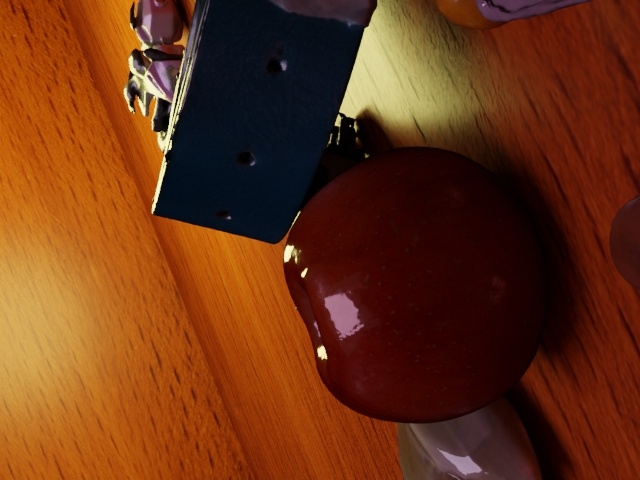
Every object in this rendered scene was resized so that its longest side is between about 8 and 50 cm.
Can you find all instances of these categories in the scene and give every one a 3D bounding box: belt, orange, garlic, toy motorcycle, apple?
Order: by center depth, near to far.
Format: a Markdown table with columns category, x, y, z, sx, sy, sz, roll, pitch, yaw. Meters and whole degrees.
| category | x | y | z | sx | sy | sz | roll | pitch | yaw |
| --- | --- | --- | --- | --- | --- | --- | --- | --- | --- |
| orange | 0.126 | -0.204 | 0.831 | 0.083 | 0.084 | 0.083 | 57 | 159 | 36 |
| apple | 0.087 | 0.047 | 1.012 | 0.260 | 0.217 | 0.260 | 160 | 90 | -77 |
| belt | -0.058 | -0.185 | 1.063 | 0.436 | 0.173 | 0.300 | 109 | 168 | -48 |
| garlic | 0.155 | 0.257 | 1.197 | 0.279 | 0.132 | 0.325 | 77 | 169 | -48 |
| toy motorcycle | 0.015 | -0.041 | 1.236 | 0.263 | 0.091 | 0.157 | -86 | 5 | -63 |
| toy motorcycle | -0.263 | -0.317 | 1.845 | 0.188 | 0.143 | 0.327 | 118 | 146 | -57 |

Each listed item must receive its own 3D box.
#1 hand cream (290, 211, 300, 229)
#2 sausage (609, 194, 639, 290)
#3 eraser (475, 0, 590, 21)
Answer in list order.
| category | x | y | z | sx | sy | sz | roll | pitch | yaw |
| --- | --- | --- | --- | --- | --- | --- | --- | --- | --- |
| hand cream | 0.000 | 0.000 | 1.453 | 0.314 | 0.089 | 0.139 | -125 | 23 | -51 |
| sausage | 0.258 | 0.019 | 0.692 | 0.194 | 0.077 | 0.077 | 35 | 142 | 60 |
| eraser | 0.139 | -0.315 | 0.599 | 0.272 | 0.122 | 0.359 | -165 | 58 | -70 |
